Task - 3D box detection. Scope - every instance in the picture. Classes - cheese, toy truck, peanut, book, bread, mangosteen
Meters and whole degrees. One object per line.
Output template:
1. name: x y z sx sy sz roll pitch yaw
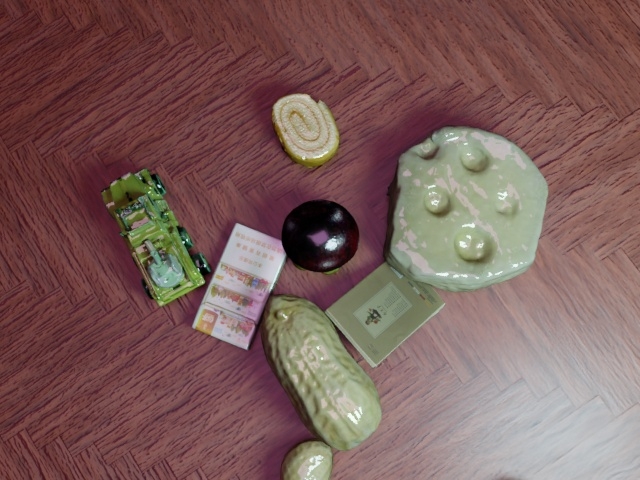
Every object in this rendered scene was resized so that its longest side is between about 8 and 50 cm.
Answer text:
1. cheese: 0.259 -0.055 1.436 0.326 0.115 0.318 -30 80 -8
2. toy truck: -0.326 -0.018 1.471 0.128 0.135 0.259 -28 76 -1
3. peanut: -0.008 0.231 1.397 0.152 0.152 0.313 -36 73 -2
4. book: 0.123 0.126 1.435 0.199 0.016 0.138 -36 79 -26
5. bread: -0.026 -0.220 1.519 0.122 0.073 0.149 -25 81 -6
6. peanut: -0.036 0.471 1.389 0.104 0.085 0.228 16 83 3
7. mangosteen: 0.000 0.000 1.450 0.152 0.152 0.152 -1 80 4

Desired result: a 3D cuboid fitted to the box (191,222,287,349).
1. box: -0.153 0.088 1.490 0.122 0.032 0.220 21 82 7
